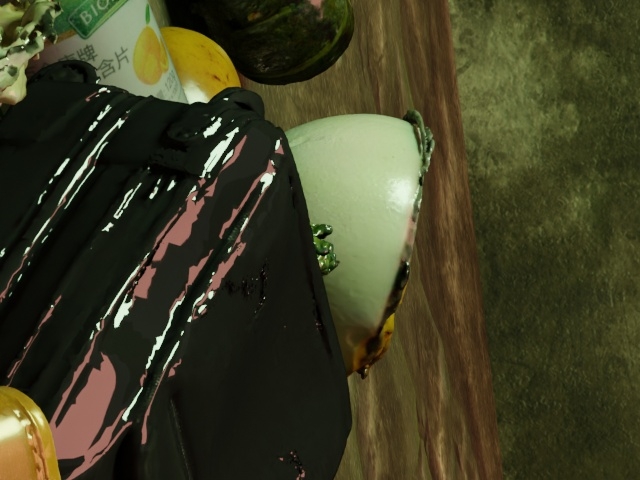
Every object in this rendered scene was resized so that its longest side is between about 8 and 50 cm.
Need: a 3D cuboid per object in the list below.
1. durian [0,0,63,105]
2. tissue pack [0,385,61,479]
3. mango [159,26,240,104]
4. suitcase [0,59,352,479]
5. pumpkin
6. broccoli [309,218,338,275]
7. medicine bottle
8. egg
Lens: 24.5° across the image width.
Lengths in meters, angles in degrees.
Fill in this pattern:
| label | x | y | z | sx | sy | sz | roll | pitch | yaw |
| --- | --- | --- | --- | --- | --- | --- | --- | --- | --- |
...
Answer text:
| label | x | y | z | sx | sy | sz | roll | pitch | yaw |
| --- | --- | --- | --- | --- | --- | --- | --- | --- | --- |
| durian | -0.241 | -0.012 | 0.675 | 0.305 | 0.186 | 0.195 | -83 | -172 | -65 |
| tissue pack | -0.221 | 0.170 | 0.504 | 0.274 | 0.145 | 0.194 | -20 | 100 | -54 |
| mango | -0.113 | -0.111 | 1.226 | 0.219 | 0.113 | 0.144 | -70 | 147 | -67 |
| suitcase | -0.123 | 0.113 | 0.870 | 0.345 | 0.188 | 0.339 | 79 | 30 | -46 |
| pumpkin | -0.054 | -0.255 | 1.427 | 0.224 | 0.157 | 0.223 | -23 | 90 | -81 |
| broccoli | -0.105 | 0.040 | 1.196 | 0.165 | 0.145 | 0.304 | -62 | 163 | 20 |
| medicine bottle | -0.179 | -0.147 | 0.969 | 0.133 | 0.133 | 0.274 | -79 | 155 | -49 |
| egg | 0.001 | -0.004 | 1.509 | 0.264 | 0.174 | 0.286 | -84 | -174 | -48 |
